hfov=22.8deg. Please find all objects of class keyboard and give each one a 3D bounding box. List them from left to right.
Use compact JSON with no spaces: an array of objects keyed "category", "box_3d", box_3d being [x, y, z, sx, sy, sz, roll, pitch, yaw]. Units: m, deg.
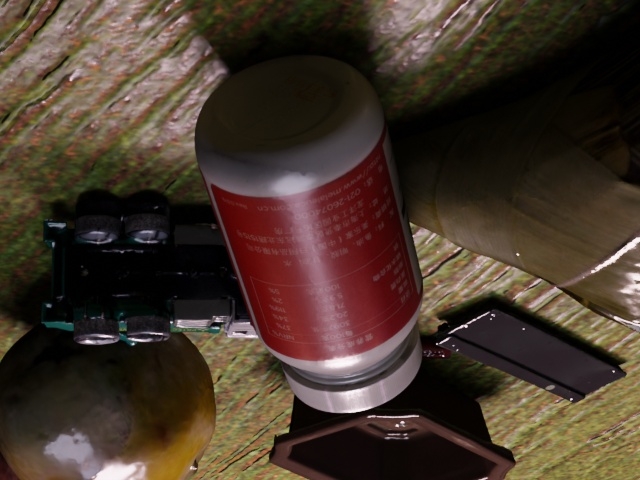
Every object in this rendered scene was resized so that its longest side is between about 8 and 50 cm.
[{"category":"keyboard","box_3d":[0.205,0.107,1.525,0.072,0.023,0.231,-32,141,31]}]

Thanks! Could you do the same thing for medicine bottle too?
[{"category":"medicine bottle","box_3d":[0.000,0.000,1.121,0.131,0.131,0.250,-9,131,9]}]

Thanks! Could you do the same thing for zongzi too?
[{"category":"zongzi","box_3d":[0.163,-0.081,1.081,0.318,0.154,0.289,17,138,4]}]

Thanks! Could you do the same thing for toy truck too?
[{"category":"toy truck","box_3d":[-0.114,0.035,1.277,0.216,0.110,0.116,0,164,-8]}]

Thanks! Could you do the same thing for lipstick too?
[{"category":"lipstick","box_3d":[0.040,0.099,1.486,0.177,0.027,0.027,5,151,-17]}]

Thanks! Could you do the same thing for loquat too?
[{"category":"loquat","box_3d":[-0.190,0.147,1.383,0.179,0.179,0.227,-21,162,29]}]

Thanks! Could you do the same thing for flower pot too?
[{"category":"flower pot","box_3d":[0.071,0.186,1.590,0.179,0.084,0.251,-22,148,29]}]

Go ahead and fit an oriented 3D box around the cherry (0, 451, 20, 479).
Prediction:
[{"category":"cherry","box_3d":[-0.386,0.201,1.404,0.221,0.261,0.307,-38,135,-21]}]
